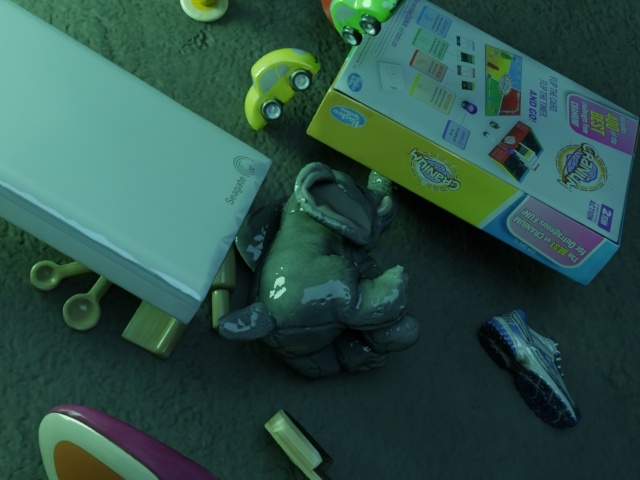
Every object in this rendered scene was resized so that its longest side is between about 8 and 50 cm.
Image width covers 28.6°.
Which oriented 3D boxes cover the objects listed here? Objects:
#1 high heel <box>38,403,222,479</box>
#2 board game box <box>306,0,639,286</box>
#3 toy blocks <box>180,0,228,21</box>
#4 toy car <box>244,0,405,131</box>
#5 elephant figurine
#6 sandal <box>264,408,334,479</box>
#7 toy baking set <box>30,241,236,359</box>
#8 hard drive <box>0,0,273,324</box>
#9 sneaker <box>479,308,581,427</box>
[{"bbox_3d":[-0.050,0.242,1.011,0.377,0.127,0.181,42,35,10],"label":"high heel"},{"bbox_3d":[0.168,-0.118,1.288,0.316,0.064,0.242,29,41,-2],"label":"board game box"},{"bbox_3d":[-0.081,-0.301,1.298,0.123,0.148,0.054,-33,80,-24],"label":"toy blocks"},{"bbox_3d":[0.019,-0.222,1.240,0.053,0.225,0.239,42,70,-13],"label":"toy car"},{"bbox_3d":[0.000,0.000,1.208,0.169,0.186,0.239,-15,60,11],"label":"elephant figurine"},{"bbox_3d":[0.015,0.266,1.131,0.079,0.088,0.240,-43,69,-1],"label":"sandal"},{"bbox_3d":[-0.176,-0.013,1.219,0.196,0.030,0.256,7,66,-12],"label":"toy baking set"},{"bbox_3d":[-0.230,-0.092,1.142,0.353,0.047,0.233,31,38,-7],"label":"hard drive"},{"bbox_3d":[0.223,0.124,1.260,0.058,0.052,0.135,-31,79,-28],"label":"sneaker"}]
